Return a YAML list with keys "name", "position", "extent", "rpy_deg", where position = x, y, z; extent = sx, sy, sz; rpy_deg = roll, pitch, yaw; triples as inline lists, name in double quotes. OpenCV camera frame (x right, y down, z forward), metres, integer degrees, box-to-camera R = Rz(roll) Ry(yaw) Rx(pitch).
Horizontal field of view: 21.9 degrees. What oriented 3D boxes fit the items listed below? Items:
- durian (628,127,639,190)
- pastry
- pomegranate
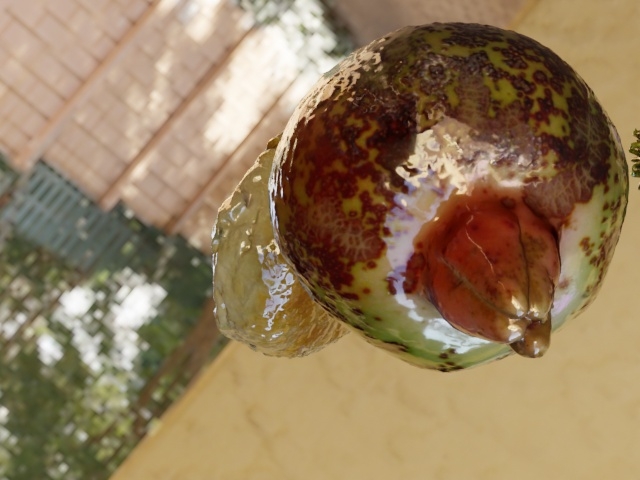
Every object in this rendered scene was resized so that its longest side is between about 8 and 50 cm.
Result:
- name: "durian"
  position: [0.432, -0.062, 1.564]
  extent: [0.291, 0.291, 0.224]
  rpy_deg: [40, -146, -14]
- name: "pastry"
  position: [0.000, 0.000, 1.930]
  extent: [0.136, 0.329, 0.329]
  rpy_deg: [27, 172, 27]
- name: "pomegranate"
  position: [0.080, -0.010, 0.942]
  extent: [0.214, 0.214, 0.248]
  rpy_deg: [41, -164, -26]
